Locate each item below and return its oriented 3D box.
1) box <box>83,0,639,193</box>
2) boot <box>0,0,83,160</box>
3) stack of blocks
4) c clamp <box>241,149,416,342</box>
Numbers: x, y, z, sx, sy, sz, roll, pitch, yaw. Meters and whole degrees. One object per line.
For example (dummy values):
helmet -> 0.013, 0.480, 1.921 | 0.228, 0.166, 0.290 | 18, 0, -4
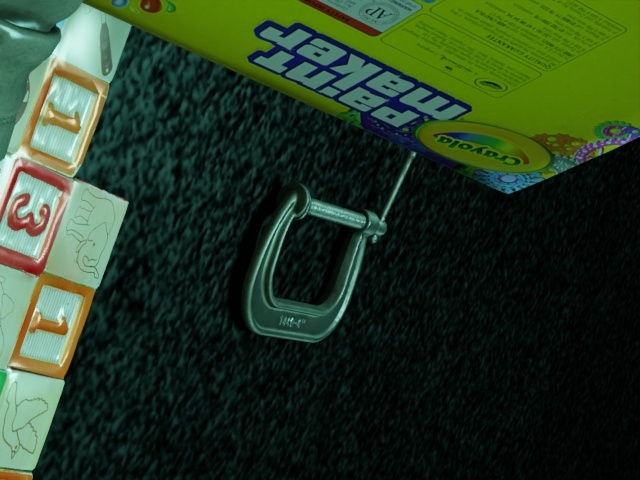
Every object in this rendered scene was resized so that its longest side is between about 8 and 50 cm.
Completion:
box -> 0.028, -0.211, 0.610 | 0.290, 0.177, 0.279 | 22, 59, -32
boot -> -0.097, -0.096, 0.317 | 0.161, 0.083, 0.246 | -55, 152, 1
stack of blocks -> -0.162, -0.025, 0.674 | 0.171, 0.087, 0.297 | 25, 83, -62
c clamp -> 0.000, 0.000, 1.054 | 0.160, 0.022, 0.137 | 3, 108, -63
